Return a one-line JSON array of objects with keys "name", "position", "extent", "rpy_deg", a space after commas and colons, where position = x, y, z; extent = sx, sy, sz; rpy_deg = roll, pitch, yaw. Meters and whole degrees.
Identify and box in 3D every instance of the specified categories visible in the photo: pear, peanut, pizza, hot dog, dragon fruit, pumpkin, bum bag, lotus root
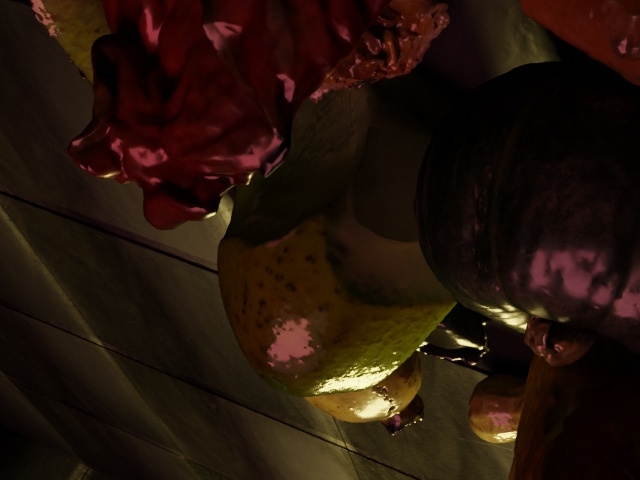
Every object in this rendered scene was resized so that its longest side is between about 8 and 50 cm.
[{"name": "pear", "position": [0.000, 0.000, 1.110], "extent": [0.176, 0.282, 0.286], "rpy_deg": [31, 157, -22]}, {"name": "peanut", "position": [0.233, 0.188, 1.447], "extent": [0.089, 0.089, 0.193], "rpy_deg": [40, 150, -19]}, {"name": "pizza", "position": [-0.004, -0.168, 0.995], "extent": [0.246, 0.058, 0.127], "rpy_deg": [11, 108, 44]}, {"name": "hot dog", "position": [0.273, 0.188, 1.036], "extent": [0.223, 0.405, 0.185], "rpy_deg": [21, 127, 4]}, {"name": "dragon fruit", "position": [-0.047, -0.198, 0.738], "extent": [0.228, 0.329, 0.286], "rpy_deg": [41, 156, -8]}, {"name": "pumpkin", "position": [0.213, -0.002, 0.901], "extent": [0.300, 0.207, 0.300], "rpy_deg": [19, 171, 3]}, {"name": "bum bag", "position": [0.058, 0.049, 1.317], "extent": [0.326, 0.080, 0.142], "rpy_deg": [33, 179, 42]}, {"name": "lotus root", "position": [0.021, 0.123, 1.494], "extent": [0.284, 0.146, 0.160], "rpy_deg": [46, 172, -17]}]

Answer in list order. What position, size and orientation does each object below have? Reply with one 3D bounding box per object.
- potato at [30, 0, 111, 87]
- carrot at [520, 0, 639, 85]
[{"name": "potato", "position": [-0.165, -0.206, 1.097], "extent": [0.111, 0.160, 0.272], "rpy_deg": [-26, 136, 11]}, {"name": "carrot", "position": [0.274, -0.119, 0.750], "extent": [0.302, 0.139, 0.139], "rpy_deg": [26, 156, 24]}]
